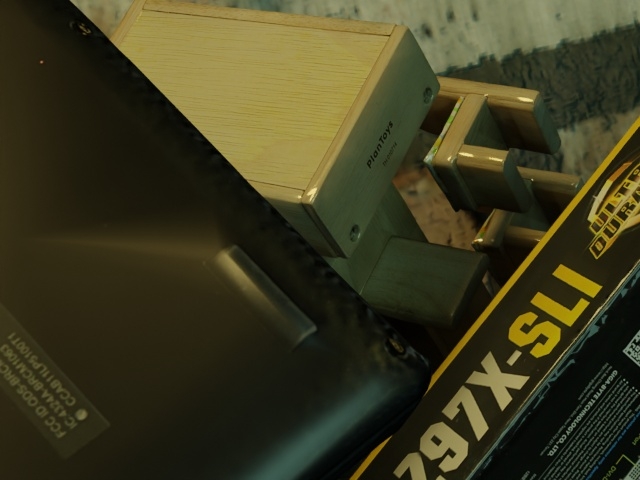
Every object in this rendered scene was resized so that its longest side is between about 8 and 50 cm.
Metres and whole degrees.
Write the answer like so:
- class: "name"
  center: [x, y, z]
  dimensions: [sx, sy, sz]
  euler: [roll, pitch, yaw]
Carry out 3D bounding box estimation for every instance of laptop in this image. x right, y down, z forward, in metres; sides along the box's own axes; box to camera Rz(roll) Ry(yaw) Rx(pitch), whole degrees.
- class: "laptop"
  center: [-0.259, 0.068, 0.453]
  dimensions: [0.408, 0.236, 0.382]
  euler: [-36, 71, -25]

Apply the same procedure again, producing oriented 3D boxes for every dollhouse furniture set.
- class: "dollhouse furniture set"
  center: [0.000, 0.000, 0.814]
  dimensions: [0.212, 0.161, 0.242]
  euler: [-62, 142, -23]

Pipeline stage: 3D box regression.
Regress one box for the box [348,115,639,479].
- class: "box"
  center: [0.151, 0.139, 0.751]
  dimensions: [0.257, 0.079, 0.322]
  euler: [39, 88, -28]
